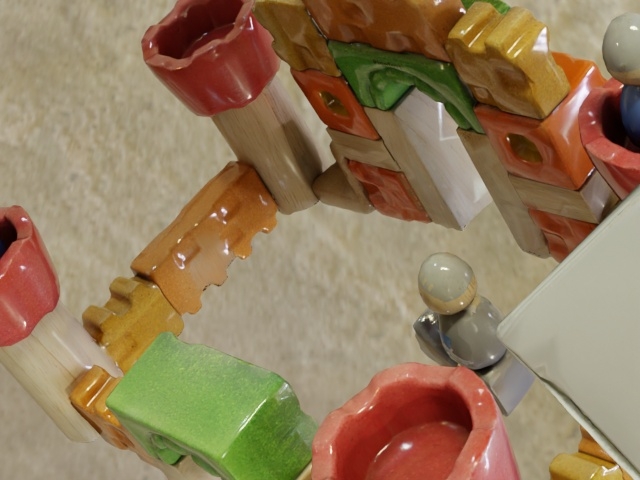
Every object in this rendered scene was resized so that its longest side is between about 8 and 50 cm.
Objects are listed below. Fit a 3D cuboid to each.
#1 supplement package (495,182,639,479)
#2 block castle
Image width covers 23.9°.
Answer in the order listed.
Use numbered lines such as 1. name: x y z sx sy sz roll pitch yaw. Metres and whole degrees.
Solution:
1. supplement package: 0.212 0.035 0.340 0.262 0.145 0.204 47 142 8
2. block castle: 0.000 0.000 0.825 0.303 0.453 0.213 -48 128 -21
